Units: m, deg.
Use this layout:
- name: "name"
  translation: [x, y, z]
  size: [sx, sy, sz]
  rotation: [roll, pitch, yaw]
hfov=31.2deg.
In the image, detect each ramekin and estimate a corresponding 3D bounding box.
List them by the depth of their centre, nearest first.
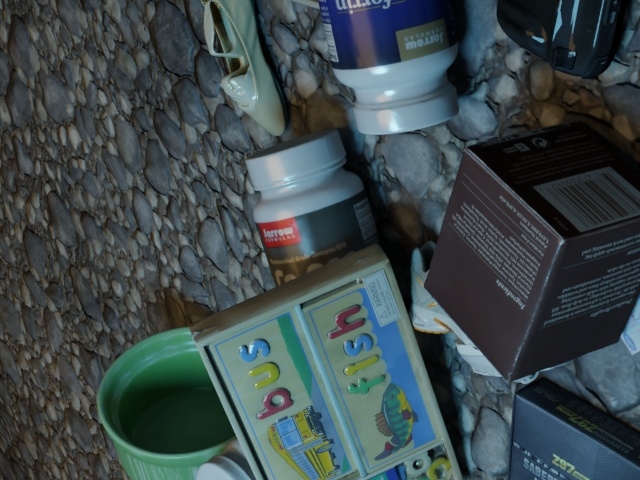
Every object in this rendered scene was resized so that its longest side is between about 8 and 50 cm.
- name: "ramekin"
  translation: [-0.222, 0.304, 1.978]
  size: [0.303, 0.303, 0.148]
  rotation: [36, 144, 38]

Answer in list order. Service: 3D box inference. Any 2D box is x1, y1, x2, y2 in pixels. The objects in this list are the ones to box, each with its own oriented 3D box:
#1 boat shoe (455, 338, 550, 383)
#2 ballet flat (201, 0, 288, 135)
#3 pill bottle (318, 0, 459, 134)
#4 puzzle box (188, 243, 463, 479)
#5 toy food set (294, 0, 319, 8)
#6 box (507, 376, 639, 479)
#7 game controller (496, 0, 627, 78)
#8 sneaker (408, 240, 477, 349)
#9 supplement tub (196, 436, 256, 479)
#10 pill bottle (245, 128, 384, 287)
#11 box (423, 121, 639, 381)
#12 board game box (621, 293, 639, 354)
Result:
- name: "boat shoe"
  translation: [0.244, 0.149, 1.443]
  size: [0.184, 0.066, 0.063]
  rotation: [-6, 118, 53]
- name: "ballet flat"
  translation: [-0.121, -0.264, 1.676]
  size: [0.086, 0.086, 0.248]
  rotation: [-2, 109, 55]
- name: "pill bottle"
  translation: [0.078, -0.266, 1.336]
  size: [0.153, 0.153, 0.265]
  rotation: [9, 118, 52]
- name: "puzzle box"
  translation: [0.018, 0.229, 1.544]
  size: [0.052, 0.272, 0.409]
  rotation: [-123, 10, -61]
- name: "toy food set"
  translation: [-0.047, -0.457, 1.445]
  size: [0.219, 0.092, 0.306]
  rotation: [27, 129, 44]
- name: "box"
  translation: [0.335, 0.300, 1.408]
  size: [0.232, 0.059, 0.183]
  rotation: [30, 131, 42]
- name: "game controller"
  translation: [0.254, -0.326, 1.153]
  size: [0.166, 0.067, 0.319]
  rotation: [51, 146, 46]
- name: "sneaker"
  translation: [0.191, 0.060, 1.423]
  size: [0.262, 0.099, 0.121]
  rotation: [7, 111, 55]
- name: "supplement tub"
  translation: [-0.033, 0.358, 1.759]
  size: [0.191, 0.272, 0.191]
  rotation: [32, 134, 40]
- name: "pill bottle"
  translation: [0.000, 0.000, 1.596]
  size: [0.161, 0.161, 0.283]
  rotation: [-4, 107, 55]
- name: "box"
  translation: [0.241, 0.009, 1.237]
  size: [0.167, 0.168, 0.203]
  rotation: [49, 141, 37]
- name: "board game box"
  translation: [0.355, 0.072, 1.275]
  size: [0.090, 0.020, 0.090]
  rotation: [59, 146, 10]
